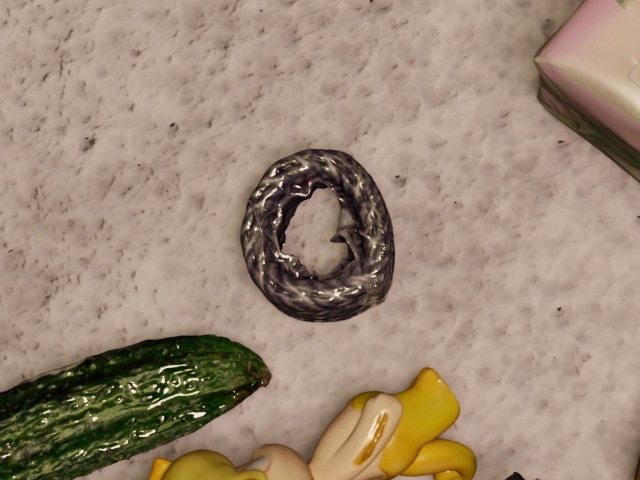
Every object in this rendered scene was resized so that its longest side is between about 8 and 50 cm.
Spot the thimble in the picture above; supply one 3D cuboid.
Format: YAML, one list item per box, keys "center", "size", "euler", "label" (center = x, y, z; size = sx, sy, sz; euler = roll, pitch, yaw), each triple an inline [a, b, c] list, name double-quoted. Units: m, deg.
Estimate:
- center: [-0.001, -0.002, 1.097]
  size: [0.095, 0.066, 0.104]
  euler: [-21, 78, 4]
  label: "thimble"

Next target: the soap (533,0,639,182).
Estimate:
- center: [0.236, -0.126, 1.017]
  size: [0.138, 0.182, 0.199]
  euler: [42, 91, 10]
  label: "soap"

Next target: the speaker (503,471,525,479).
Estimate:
- center: [0.129, 0.301, 0.927]
  size: [0.184, 0.232, 0.254]
  euler: [-34, 107, 5]
  label: "speaker"

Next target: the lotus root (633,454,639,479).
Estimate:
- center: [0.261, 0.103, 1.018]
  size: [0.125, 0.118, 0.221]
  euler: [28, 90, 22]
  label: "lotus root"

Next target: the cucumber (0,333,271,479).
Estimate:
- center: [-0.162, 0.116, 1.103]
  size: [0.265, 0.077, 0.077]
  euler: [-24, 81, 5]
  label: "cucumber"

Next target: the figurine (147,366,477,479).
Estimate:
- center: [-0.024, 0.162, 1.046]
  size: [0.246, 0.156, 0.131]
  euler: [-32, 79, -10]
  label: "figurine"
